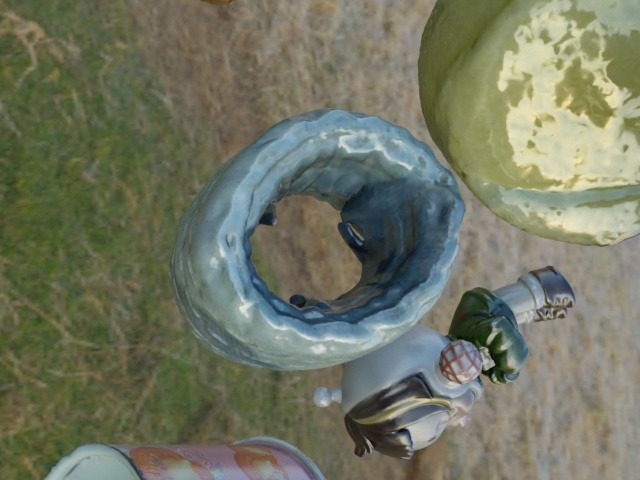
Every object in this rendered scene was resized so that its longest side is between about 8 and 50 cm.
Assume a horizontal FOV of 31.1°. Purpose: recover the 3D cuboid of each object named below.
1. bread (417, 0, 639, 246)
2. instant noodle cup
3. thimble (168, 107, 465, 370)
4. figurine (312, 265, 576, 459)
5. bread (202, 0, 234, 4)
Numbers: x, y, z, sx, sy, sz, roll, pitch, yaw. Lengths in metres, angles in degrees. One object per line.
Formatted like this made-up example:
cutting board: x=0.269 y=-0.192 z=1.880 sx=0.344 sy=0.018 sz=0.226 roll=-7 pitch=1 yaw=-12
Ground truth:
bread: x=0.246 y=-0.153 z=1.015 sx=0.237 sy=0.321 sz=0.320 roll=-113 pitch=178 yaw=-58
instant noodle cup: x=-0.140 y=0.301 z=1.113 sx=0.231 sy=0.243 sz=0.242 roll=18 pitch=66 yaw=-47
thimble: x=0.000 y=0.000 z=0.962 sx=0.250 sy=0.172 sz=0.204 roll=-24 pitch=84 yaw=-22
figurine: x=0.173 y=0.159 z=1.541 sx=0.167 sy=0.370 sz=0.281 roll=55 pitch=-13 yaw=15
bread: x=-0.145 y=-0.341 z=1.271 sx=0.064 sy=0.193 sz=0.193 roll=-47 pitch=132 yaw=-18
